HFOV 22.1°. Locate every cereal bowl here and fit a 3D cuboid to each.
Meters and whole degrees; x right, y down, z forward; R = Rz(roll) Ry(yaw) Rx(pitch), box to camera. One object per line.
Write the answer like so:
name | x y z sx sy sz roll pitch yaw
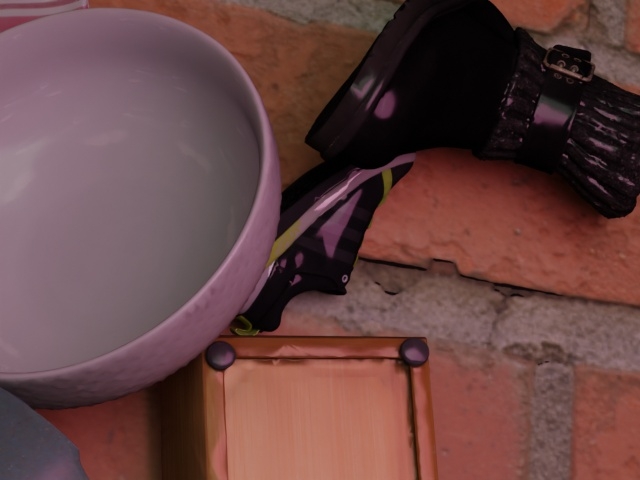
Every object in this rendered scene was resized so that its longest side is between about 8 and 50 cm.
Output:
cereal bowl | -0.186 -0.012 1.302 0.339 0.141 0.339 -7 58 12

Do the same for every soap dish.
soap dish | -0.008 0.206 1.298 0.229 0.118 0.291 1 68 -13

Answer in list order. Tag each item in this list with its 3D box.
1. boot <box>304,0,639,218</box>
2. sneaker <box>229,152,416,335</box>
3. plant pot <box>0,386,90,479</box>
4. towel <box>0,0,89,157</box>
boot | 0.160 -0.098 1.399 0.260 0.131 0.348 39 35 5
sneaker | 0.000 0.000 1.424 0.234 0.084 0.097 -37 105 -23
plant pot | -0.301 0.282 1.097 0.341 0.341 0.334 42 58 6
towel | -0.265 -0.162 1.437 0.144 0.029 0.197 -7 70 -15
